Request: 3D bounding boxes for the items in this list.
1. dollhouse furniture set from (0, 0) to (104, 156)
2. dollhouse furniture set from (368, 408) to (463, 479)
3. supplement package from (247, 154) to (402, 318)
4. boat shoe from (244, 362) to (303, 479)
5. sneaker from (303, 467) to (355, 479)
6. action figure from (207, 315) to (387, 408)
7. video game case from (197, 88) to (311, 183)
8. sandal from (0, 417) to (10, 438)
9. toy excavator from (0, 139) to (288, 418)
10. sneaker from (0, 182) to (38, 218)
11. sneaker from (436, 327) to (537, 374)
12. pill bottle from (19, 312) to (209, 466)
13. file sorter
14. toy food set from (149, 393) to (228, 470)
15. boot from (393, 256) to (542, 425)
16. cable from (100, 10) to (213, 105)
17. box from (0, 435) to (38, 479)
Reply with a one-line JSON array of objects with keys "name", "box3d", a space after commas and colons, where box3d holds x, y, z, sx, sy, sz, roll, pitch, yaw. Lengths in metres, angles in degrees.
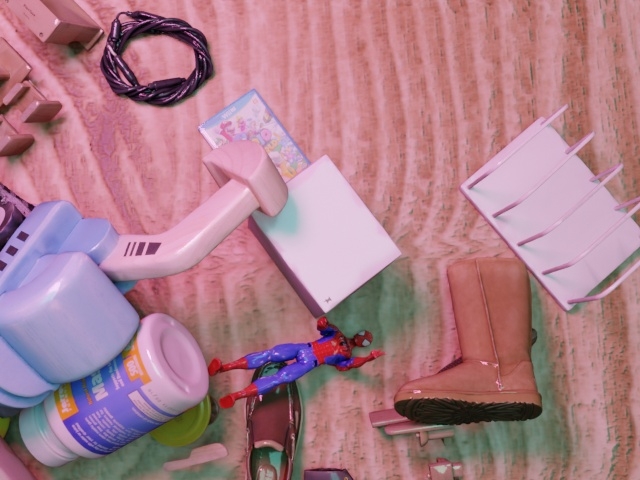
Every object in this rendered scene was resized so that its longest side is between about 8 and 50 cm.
[{"name": "dollhouse furniture set", "box3d": [-0.493, -0.291, 1.574, 0.212, 0.161, 0.242, 45, 104, 2]}, {"name": "dollhouse furniture set", "box3d": [0.153, 0.355, 1.533, 0.123, 0.144, 0.151, -8, 98, -1]}, {"name": "supplement package", "box3d": [0.000, 0.000, 1.521, 0.149, 0.203, 0.194, -37, 88, -8]}, {"name": "boat shoe", "box3d": [-0.073, 0.313, 1.528, 0.095, 0.095, 0.258, 1, 83, -5]}, {"name": "sneaker", "box3d": [0.075, 0.423, 1.533, 0.222, 0.083, 0.118, 5, 82, -3]}, {"name": "action figure", "box3d": [-0.018, 0.175, 1.500, 0.280, 0.139, 0.091, -13, 75, -34]}, {"name": "video game case", "box3d": [-0.110, -0.156, 1.627, 0.119, 0.015, 0.166, -36, 87, -8]}, {"name": "sandal", "box3d": [-0.640, 0.253, 1.459, 0.317, 0.138, 0.126, -5, 62, -8]}, {"name": "toy excavator", "box3d": [-0.302, 0.047, 1.376, 0.445, 0.222, 0.433, 0, 46, 34]}, {"name": "sneaker", "box3d": [-0.505, -0.045, 1.509, 0.268, 0.153, 0.101, 37, 82, 1]}, {"name": "sneaker", "box3d": [0.279, 0.209, 1.597, 0.188, 0.066, 0.071, -28, 103, -3]}, {"name": "pill bottle", "box3d": [-0.315, 0.233, 1.458, 0.272, 0.152, 0.152, -30, 86, 17]}, {"name": "file sorter", "box3d": [0.402, -0.057, 1.578, 0.193, 0.173, 0.278, -40, 87, -9]}, {"name": "toy food set", "box3d": [-0.222, 0.253, 1.545, 0.128, 0.071, 0.218, -26, 82, 18]}, {"name": "boot", "box3d": [0.225, 0.154, 1.532, 0.236, 0.089, 0.270, 3, 53, -5]}, {"name": "cable", "box3d": [-0.271, -0.299, 1.616, 0.184, 0.047, 0.151, 17, 82, -3]}, {"name": "box", "box3d": [-0.471, 0.404, 1.406, 0.148, 0.121, 0.311, -32, 114, -8]}]
